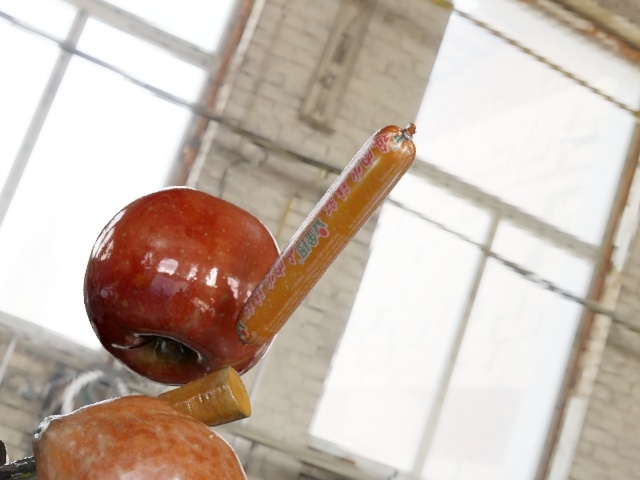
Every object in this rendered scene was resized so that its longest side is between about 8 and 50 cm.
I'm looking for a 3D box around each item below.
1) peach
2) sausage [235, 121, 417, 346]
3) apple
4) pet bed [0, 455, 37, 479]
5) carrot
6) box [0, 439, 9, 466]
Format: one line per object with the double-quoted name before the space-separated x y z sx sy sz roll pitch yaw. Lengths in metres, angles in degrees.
"peach" -0.174 0.243 1.154 0.232 0.233 0.232 18 -15 5
"sausage" 0.000 0.000 1.354 0.053 0.053 0.348 25 -57 -21
"apple" -0.169 0.062 1.593 0.260 0.217 0.260 10 -38 8
"pet bed" -0.345 0.381 1.473 0.159 0.211 0.183 13 19 7
"carrot" -0.184 0.199 1.400 0.209 0.061 0.061 -19 -25 10
"box" -0.643 0.419 1.982 0.290 0.289 0.073 5 -50 -14
